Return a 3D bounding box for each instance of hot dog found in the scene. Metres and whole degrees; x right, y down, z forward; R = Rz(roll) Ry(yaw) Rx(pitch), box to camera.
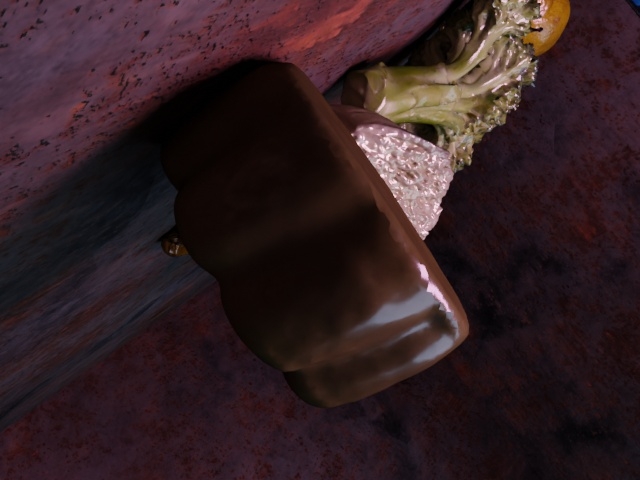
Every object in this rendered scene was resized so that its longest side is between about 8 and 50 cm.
[{"bbox_3d":[-0.244,-0.003,1.435,0.071,0.045,0.165,-41,179,5],"label":"hot dog"}]

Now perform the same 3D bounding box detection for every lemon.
[{"bbox_3d":[0.439,-0.473,1.658,0.170,0.170,0.207,-38,175,-22],"label":"lemon"}]

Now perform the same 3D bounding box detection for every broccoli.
[{"bbox_3d":[0.190,-0.243,1.393,0.397,0.275,0.353,-45,138,-26],"label":"broccoli"}]

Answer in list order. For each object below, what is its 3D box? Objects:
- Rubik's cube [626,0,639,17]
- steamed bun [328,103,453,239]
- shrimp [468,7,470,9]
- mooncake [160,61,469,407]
[{"bbox_3d":[0.543,-0.513,1.137,0.248,0.250,0.246,-41,180,-28],"label":"Rubik's cube"},{"bbox_3d":[0.058,-0.080,1.178,0.272,0.273,0.290,-42,134,14],"label":"steamed bun"},{"bbox_3d":[0.347,-0.487,1.535,0.099,0.041,0.180,-19,168,-36],"label":"shrimp"},{"bbox_3d":[-0.013,-0.006,0.863,0.201,0.378,0.378,-34,180,7],"label":"mooncake"}]
